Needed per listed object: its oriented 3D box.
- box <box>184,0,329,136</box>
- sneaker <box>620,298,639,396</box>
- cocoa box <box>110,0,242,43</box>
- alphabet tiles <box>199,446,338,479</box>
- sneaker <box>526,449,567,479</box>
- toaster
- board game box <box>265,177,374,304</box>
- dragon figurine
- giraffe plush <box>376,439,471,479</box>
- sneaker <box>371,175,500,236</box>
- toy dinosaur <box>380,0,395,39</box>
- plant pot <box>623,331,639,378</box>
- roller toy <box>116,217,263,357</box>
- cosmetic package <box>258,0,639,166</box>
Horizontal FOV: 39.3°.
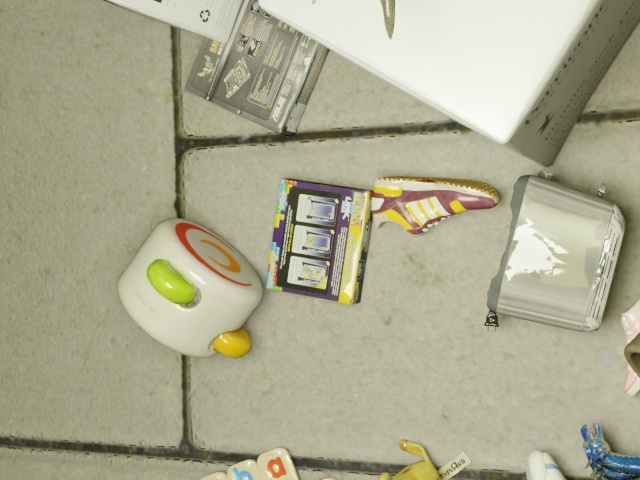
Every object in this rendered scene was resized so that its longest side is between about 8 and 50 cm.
[{"bbox_3d":[-0.083,-0.296,1.358,0.183,0.056,0.231,25,99,20],"label":"box"},{"bbox_3d":[0.416,0.134,1.177,0.070,0.051,0.134,29,97,20],"label":"sneaker"},{"bbox_3d":[-0.223,-0.497,1.287,0.228,0.231,0.347,29,101,42],"label":"cocoa box"},{"bbox_3d":[-0.072,0.473,1.381,0.284,0.021,0.277,-26,82,19],"label":"alphabet tiles"},{"bbox_3d":[0.365,0.381,1.192,0.126,0.091,0.240,-21,83,1],"label":"sneaker"},{"bbox_3d":[0.309,0.028,1.175,0.147,0.129,0.226,15,94,18],"label":"toaster"},{"bbox_3d":[0.000,0.000,1.335,0.141,0.048,0.170,10,94,18],"label":"board game box"},{"bbox_3d":[0.445,0.344,1.128,0.144,0.085,0.289,-36,63,14],"label":"dragon figurine"},{"bbox_3d":[0.116,0.386,1.228,0.181,0.170,0.210,35,102,17],"label":"giraffe plush"},{"bbox_3d":[0.162,-0.045,1.268,0.186,0.070,0.083,7,102,27],"label":"sneaker"},{"bbox_3d":[0.058,-0.345,0.870,0.160,0.121,0.313,-1,94,34],"label":"toy dinosaur"},{"bbox_3d":[0.559,0.122,1.007,0.323,0.323,0.280,40,88,16],"label":"plant pot"},{"bbox_3d":[-0.195,0.075,1.335,0.146,0.209,0.191,-51,35,14],"label":"roller toy"},{"bbox_3d":[0.198,-0.313,1.071,0.327,0.394,0.329,34,103,17],"label":"cosmetic package"}]
